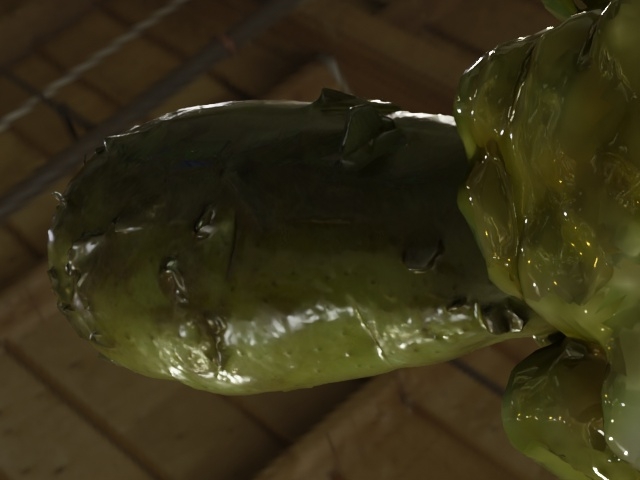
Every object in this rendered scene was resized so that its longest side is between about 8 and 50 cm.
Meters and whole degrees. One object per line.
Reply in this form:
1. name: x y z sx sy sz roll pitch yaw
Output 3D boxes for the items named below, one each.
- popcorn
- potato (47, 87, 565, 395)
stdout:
1. popcorn: 0.211 -0.016 0.483 0.335 0.274 0.279 -4 -103 -21
2. potato: 0.000 0.000 0.614 0.225 0.090 0.117 1 -117 28
